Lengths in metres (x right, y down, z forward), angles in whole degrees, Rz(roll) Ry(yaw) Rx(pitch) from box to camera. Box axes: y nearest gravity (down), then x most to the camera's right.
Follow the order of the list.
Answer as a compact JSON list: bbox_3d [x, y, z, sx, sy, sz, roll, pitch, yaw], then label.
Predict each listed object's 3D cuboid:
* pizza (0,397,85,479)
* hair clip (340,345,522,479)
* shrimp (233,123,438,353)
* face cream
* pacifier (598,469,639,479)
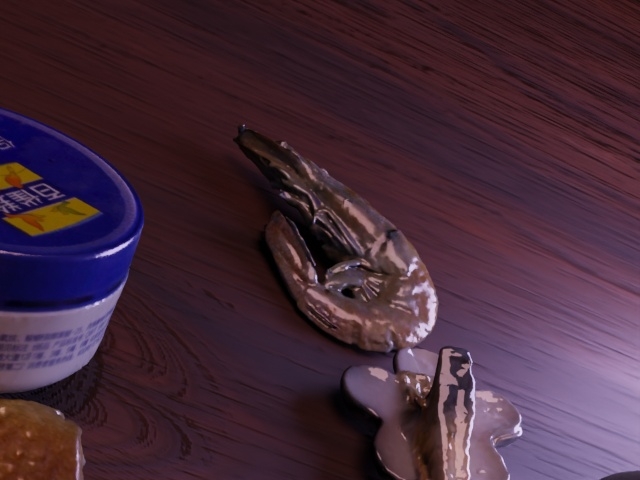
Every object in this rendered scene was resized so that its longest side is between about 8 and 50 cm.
[{"bbox_3d":[-0.245,0.168,0.762,0.258,0.087,0.268,18,40,-23],"label":"pizza"},{"bbox_3d":[0.089,0.170,1.059,0.146,0.075,0.257,17,47,-22],"label":"hair clip"},{"bbox_3d":[0.000,0.000,1.189,0.223,0.047,0.126,45,47,8],"label":"shrimp"},{"bbox_3d":[-0.217,0.001,0.911,0.206,0.111,0.206,17,24,-8],"label":"face cream"},{"bbox_3d":[0.307,0.274,1.030,0.299,0.244,0.233,30,67,-8],"label":"pacifier"}]
